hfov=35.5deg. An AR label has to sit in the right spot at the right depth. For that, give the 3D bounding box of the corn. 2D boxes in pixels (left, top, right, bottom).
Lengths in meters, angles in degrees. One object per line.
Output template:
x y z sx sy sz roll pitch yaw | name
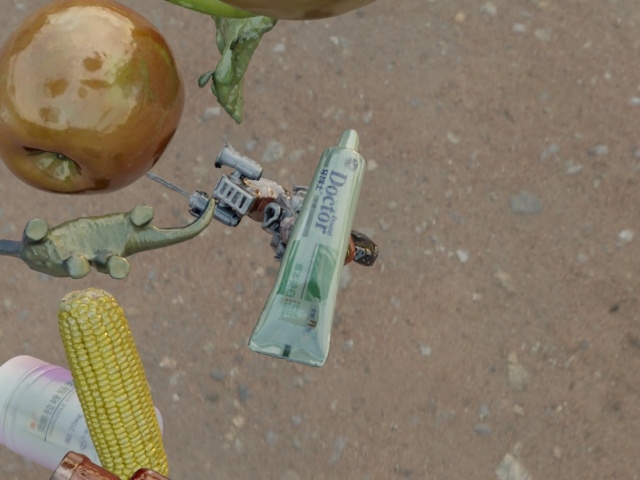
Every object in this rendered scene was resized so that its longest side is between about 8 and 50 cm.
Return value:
-0.236 0.171 1.138 0.081 0.248 0.081 -12 17 4 | corn

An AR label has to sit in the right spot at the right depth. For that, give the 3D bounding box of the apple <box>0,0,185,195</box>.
-0.292 -0.165 1.218 0.253 0.253 0.253 0 59 0 | apple

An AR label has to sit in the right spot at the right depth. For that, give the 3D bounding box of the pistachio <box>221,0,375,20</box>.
-0.021 -0.166 0.456 0.210 0.165 0.130 -2 65 37 | pistachio

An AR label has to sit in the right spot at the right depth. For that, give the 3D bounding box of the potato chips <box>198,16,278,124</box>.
-0.049 -0.322 1.157 0.097 0.389 0.373 22 37 -20 | potato chips

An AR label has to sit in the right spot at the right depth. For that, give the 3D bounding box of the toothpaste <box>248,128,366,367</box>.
0.000 0.000 0.828 0.064 0.041 0.218 14 63 6 | toothpaste

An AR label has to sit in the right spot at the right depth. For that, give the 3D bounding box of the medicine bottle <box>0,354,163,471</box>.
-0.391 0.286 1.564 0.254 0.152 0.152 17 60 24 | medicine bottle

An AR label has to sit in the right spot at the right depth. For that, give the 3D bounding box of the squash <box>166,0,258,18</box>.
-0.035 -0.274 0.843 0.237 0.204 0.155 -23 31 35 | squash

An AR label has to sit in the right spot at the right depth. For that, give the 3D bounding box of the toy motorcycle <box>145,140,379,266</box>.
-0.094 -0.056 1.638 0.401 0.207 0.134 31 103 7 | toy motorcycle

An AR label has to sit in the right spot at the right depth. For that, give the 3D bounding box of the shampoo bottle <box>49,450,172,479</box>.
-0.106 0.260 0.814 0.260 0.064 0.102 30 53 -1 | shampoo bottle

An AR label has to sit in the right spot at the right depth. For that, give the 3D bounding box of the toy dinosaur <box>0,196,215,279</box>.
-0.241 -0.002 1.024 0.248 0.188 0.075 -15 100 -25 | toy dinosaur
